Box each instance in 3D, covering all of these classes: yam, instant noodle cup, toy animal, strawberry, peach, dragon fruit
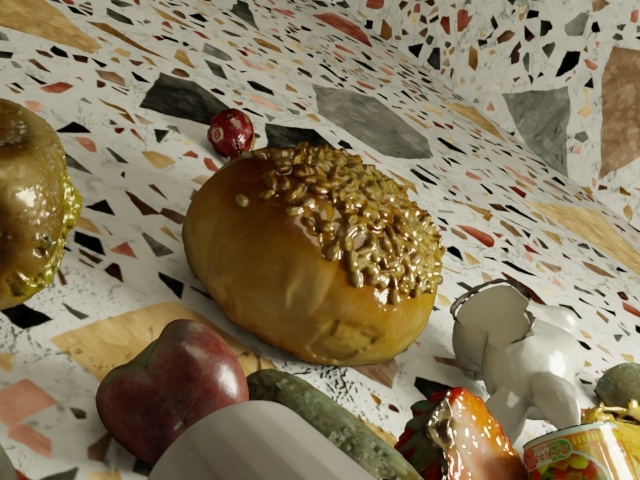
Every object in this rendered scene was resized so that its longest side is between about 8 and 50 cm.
[{"bbox_3d":[0.567,0.311,1.420,0.106,0.106,0.259,13,28,-31],"label":"yam"},{"bbox_3d":[0.020,0.258,0.912,0.330,0.133,0.133,39,25,32],"label":"yam"},{"bbox_3d":[0.316,0.315,0.984,0.169,0.168,0.184,9,57,-37],"label":"instant noodle cup"},{"bbox_3d":[0.285,0.180,1.262,0.154,0.209,0.325,55,28,-19],"label":"toy animal"},{"bbox_3d":[0.167,0.295,1.022,0.236,0.111,0.190,47,35,-21],"label":"strawberry"},{"bbox_3d":[-0.143,0.167,0.894,0.152,0.152,0.152,24,24,-12],"label":"peach"},{"bbox_3d":[-0.161,-0.184,1.632,0.094,0.094,0.190,11,41,-35],"label":"dragon fruit"}]

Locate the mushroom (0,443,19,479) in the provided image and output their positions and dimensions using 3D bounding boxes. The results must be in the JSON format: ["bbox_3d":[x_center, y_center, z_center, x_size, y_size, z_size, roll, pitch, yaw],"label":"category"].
[{"bbox_3d":[-0.335,0.172,0.721,0.351,0.097,0.109,45,29,26],"label":"mushroom"}]

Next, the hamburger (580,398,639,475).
[{"bbox_3d":[0.469,0.358,1.149,0.319,0.158,0.318,23,25,-11],"label":"hamburger"}]

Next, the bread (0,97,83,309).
[{"bbox_3d":[-0.371,-0.047,0.990,0.176,0.195,0.246,12,29,-24],"label":"bread"}]

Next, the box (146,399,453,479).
[{"bbox_3d":[-0.021,0.273,0.741,0.206,0.262,0.291,38,-15,43],"label":"box"}]

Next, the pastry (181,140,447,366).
[{"bbox_3d":[0.000,0.000,1.240,0.410,0.245,0.409,26,23,-12],"label":"pastry"}]
